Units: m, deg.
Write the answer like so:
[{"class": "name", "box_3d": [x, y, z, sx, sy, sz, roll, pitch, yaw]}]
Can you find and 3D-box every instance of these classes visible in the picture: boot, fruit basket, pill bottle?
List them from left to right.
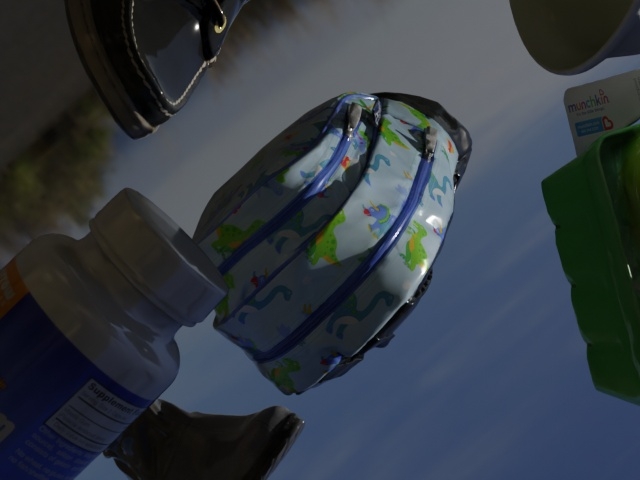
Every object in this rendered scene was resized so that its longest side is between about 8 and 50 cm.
[{"class": "pill bottle", "box_3d": [-0.203, 0.092, 1.208, 0.272, 0.152, 0.152, -45, -174, 5]}, {"class": "boot", "box_3d": [-0.168, 0.196, 1.706, 0.118, 0.223, 0.338, -47, -175, -36]}, {"class": "boot", "box_3d": [-0.049, -0.246, 1.356, 0.284, 0.138, 0.377, -20, -153, 17]}, {"class": "fruit basket", "box_3d": [0.344, 0.006, 1.229, 0.165, 0.327, 0.353, -16, -179, -39]}]

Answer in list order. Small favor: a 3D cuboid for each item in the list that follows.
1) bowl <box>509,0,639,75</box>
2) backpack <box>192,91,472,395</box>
[{"class": "bowl", "box_3d": [0.240, -0.259, 1.129, 0.134, 0.298, 0.298, 2, 175, -15]}, {"class": "backpack", "box_3d": [0.000, 0.000, 1.608, 0.290, 0.273, 0.355, -35, -151, 24]}]
